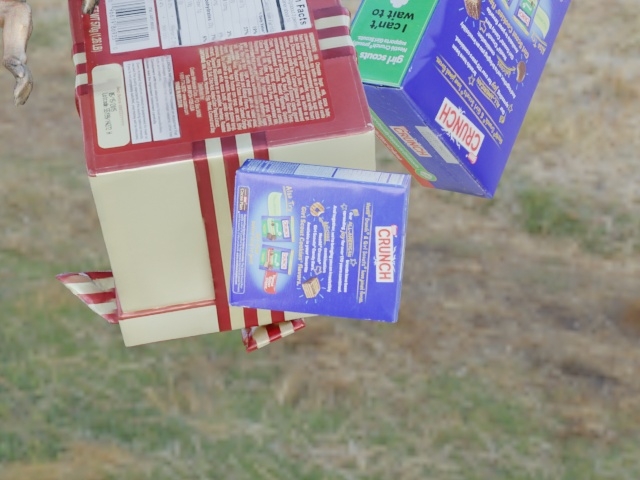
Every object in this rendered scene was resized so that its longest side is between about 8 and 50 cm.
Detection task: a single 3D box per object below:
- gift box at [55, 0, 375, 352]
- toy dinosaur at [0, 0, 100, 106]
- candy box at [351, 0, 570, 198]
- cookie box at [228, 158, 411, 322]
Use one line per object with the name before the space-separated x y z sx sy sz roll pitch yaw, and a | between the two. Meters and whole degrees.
gift box | -0.097 -0.074 1.320 0.276 0.258 0.255 -6 52 0
toy dinosaur | -0.255 -0.225 1.110 0.200 0.295 0.127 23 18 5
candy box | 0.170 -0.255 1.980 0.122 0.268 0.317 9 67 36
cookie box | 0.000 0.000 0.995 0.107 0.092 0.040 6 18 6
